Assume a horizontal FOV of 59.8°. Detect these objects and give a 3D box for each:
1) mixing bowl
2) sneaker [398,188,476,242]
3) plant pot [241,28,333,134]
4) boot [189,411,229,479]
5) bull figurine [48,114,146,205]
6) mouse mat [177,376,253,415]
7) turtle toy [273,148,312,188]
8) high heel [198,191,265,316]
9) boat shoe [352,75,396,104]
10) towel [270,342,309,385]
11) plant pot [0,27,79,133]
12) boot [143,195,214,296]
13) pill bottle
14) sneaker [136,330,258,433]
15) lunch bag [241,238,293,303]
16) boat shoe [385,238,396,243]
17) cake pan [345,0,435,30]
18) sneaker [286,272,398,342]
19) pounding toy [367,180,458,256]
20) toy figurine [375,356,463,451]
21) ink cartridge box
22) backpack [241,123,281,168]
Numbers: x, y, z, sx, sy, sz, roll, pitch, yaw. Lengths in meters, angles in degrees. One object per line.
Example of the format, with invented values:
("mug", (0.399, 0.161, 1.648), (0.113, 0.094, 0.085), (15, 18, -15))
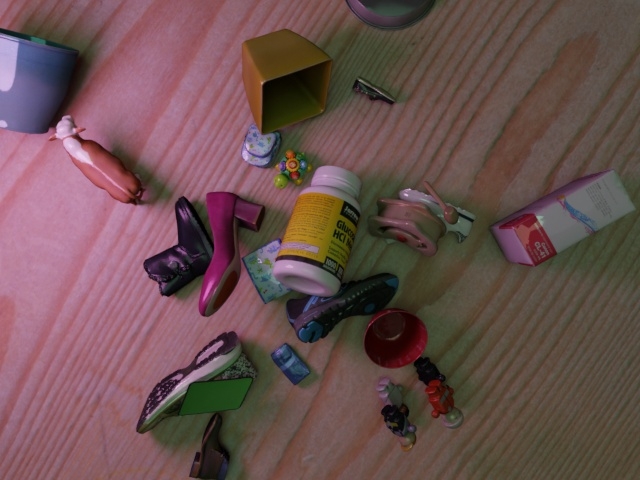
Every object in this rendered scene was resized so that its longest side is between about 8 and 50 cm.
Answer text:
("mixing bowl", (0.205, 0.262, 1.591), (0.182, 0.098, 0.181), (-2, 109, -5))
("sneaker", (0.328, -0.077, 1.609), (0.235, 0.090, 0.094), (25, 100, 3))
("plant pot", (-0.114, -0.457, 1.545), (0.212, 0.212, 0.187), (-26, 67, -19))
("boot", (-0.301, 0.609, 1.630), (0.106, 0.082, 0.219), (20, 105, -8))
("bull figurine", (-0.622, -0.216, 1.581), (0.101, 0.188, 0.310), (-44, 89, 1))
("mouse mat", (-0.292, 0.435, 1.555), (0.190, 0.007, 0.152), (3, 129, -32))
("turtle toy", (-0.088, -0.206, 1.627), (0.095, 0.066, 0.130), (37, 91, 1))
("high heel", (-0.301, 0.030, 1.556), (0.181, 0.127, 0.377), (16, 57, 10))
("boat shoe", (0.158, -0.433, 1.633), (0.133, 0.049, 0.042), (27, 119, -5))
("towel", (-0.089, 0.366, 1.645), (0.067, 0.029, 0.119), (-40, 89, 2))
("plant pot", (-0.844, -0.444, 1.565), (0.272, 0.271, 0.255), (16, 105, 2))
("boot", (-0.427, 0.020, 1.622), (0.207, 0.094, 0.246), (-27, 95, -2))
("pill bottle", (0.004, -0.029, 1.531), (0.188, 0.188, 0.333), (17, 69, 2))
("sneaker", (-0.352, 0.453, 1.608), (0.410, 0.158, 0.182), (-38, 106, 6))
("lunch bag", (-0.140, 0.087, 1.614), (0.129, 0.096, 0.151), (-28, 99, 2))
("boat shoe", (0.238, -0.014, 1.637), (0.100, 0.035, 0.035), (-17, 117, -2))
("cake pan", (0.207, -0.767, 1.625), (0.293, 0.054, 0.293), (0, 91, 2))
("sneaker", (0.063, 0.158, 1.590), (0.341, 0.139, 0.125), (-21, 131, -17))
("pounding toy", (0.275, -0.063, 1.556), (0.270, 0.154, 0.154), (12, 63, 38))
("toy figurine", (0.273, 0.456, 1.549), (0.210, 0.213, 0.148), (-32, 105, 5))
("ink cartridge box", (0.651, -0.058, 1.526), (0.306, 0.226, 0.131), (-28, 90, 2))
("backpack", (-0.177, -0.273, 1.621), (0.105, 0.084, 0.114), (20, 93, 4))
